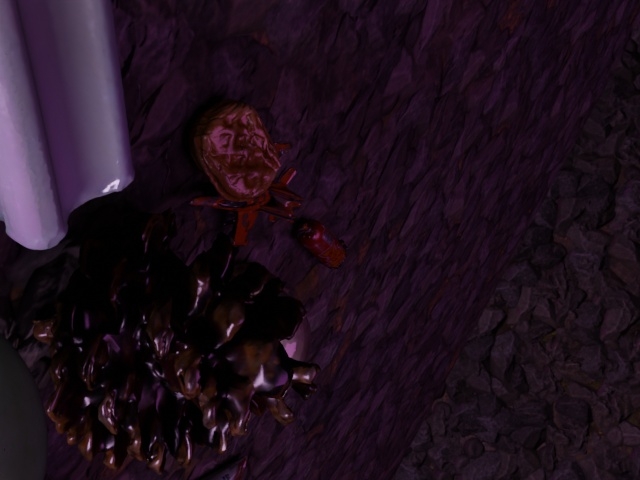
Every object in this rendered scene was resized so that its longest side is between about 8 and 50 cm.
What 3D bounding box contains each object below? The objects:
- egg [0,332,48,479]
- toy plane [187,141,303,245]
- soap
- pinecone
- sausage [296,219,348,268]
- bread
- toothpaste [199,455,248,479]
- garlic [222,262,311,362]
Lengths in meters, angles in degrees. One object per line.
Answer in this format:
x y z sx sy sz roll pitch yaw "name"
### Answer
-0.297 0.131 0.566 0.220 0.220 0.270 -58 152 -5 "egg"
-0.092 -0.051 1.016 0.188 0.062 0.135 0 118 -49 "toy plane"
-0.200 -0.150 0.491 0.095 0.173 0.289 -45 153 -35 "soap"
-0.137 0.091 0.855 0.257 0.243 0.243 -5 129 -24 "pinecone"
0.000 0.000 1.281 0.050 0.048 0.145 -23 157 9 "sausage"
-0.089 -0.090 0.934 0.083 0.044 0.110 -47 127 -25 "bread"
-0.179 0.387 1.387 0.239 0.039 0.062 -9 118 -65 "toothpaste"
-0.084 0.130 1.141 0.178 0.143 0.229 -66 166 10 "garlic"
